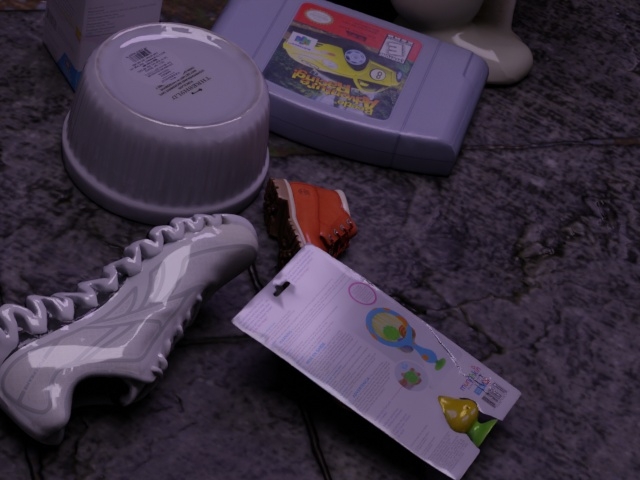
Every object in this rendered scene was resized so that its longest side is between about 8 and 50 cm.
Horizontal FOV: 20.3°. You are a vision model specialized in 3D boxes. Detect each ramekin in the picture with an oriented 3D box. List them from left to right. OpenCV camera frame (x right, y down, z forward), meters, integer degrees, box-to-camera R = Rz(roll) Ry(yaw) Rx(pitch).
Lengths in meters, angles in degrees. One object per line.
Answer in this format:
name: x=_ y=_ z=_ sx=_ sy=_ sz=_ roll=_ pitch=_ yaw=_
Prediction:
ramekin: x=-0.145 y=-0.120 z=1.738 sx=0.207 sy=0.109 sz=0.207 roll=8 pitch=42 yaw=-7

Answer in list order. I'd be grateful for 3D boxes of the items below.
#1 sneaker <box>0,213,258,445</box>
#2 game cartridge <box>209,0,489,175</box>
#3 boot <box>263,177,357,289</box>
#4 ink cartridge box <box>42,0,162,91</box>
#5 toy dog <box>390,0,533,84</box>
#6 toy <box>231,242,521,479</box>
sneaker: x=-0.160 y=0.075 z=1.534 sx=0.292 sy=0.110 sz=0.118 roll=-31 pitch=66 yaw=-30
game cartridge: x=0.019 y=-0.170 z=1.886 sx=0.294 sy=0.060 sz=0.196 roll=19 pitch=46 yaw=4
boot: x=0.000 y=0.000 z=1.691 sx=0.084 sy=0.059 sz=0.158 roll=6 pitch=41 yaw=-18
ink cartridge box: x=-0.220 y=-0.240 z=1.819 sx=0.090 sy=0.143 sz=0.092 roll=-12 pitch=49 yaw=-28
toy dog: x=0.154 y=-0.449 z=1.960 sx=0.395 sy=0.408 sz=0.284 roll=24 pitch=42 yaw=9
toy: x=0.046 y=0.116 z=1.576 sx=0.237 sy=0.056 sz=0.137 roll=33 pitch=43 yaw=11
